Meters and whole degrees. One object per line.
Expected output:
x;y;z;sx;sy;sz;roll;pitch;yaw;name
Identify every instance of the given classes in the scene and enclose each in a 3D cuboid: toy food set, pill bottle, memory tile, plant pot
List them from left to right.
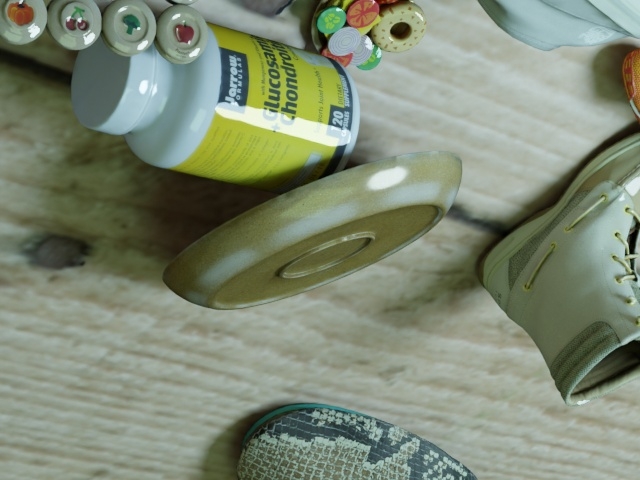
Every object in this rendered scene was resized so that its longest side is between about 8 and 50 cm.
-0.137;-0.172;1.159;0.148;0.012;0.113;4;85;-29;memory tile
-0.071;-0.093;1.259;0.184;0.103;0.103;11;124;-37;pill bottle
0.000;0.000;1.357;0.236;0.032;0.236;-22;169;-4;plant pot
0.031;-0.155;1.318;0.082;0.020;0.083;-30;139;1;toy food set

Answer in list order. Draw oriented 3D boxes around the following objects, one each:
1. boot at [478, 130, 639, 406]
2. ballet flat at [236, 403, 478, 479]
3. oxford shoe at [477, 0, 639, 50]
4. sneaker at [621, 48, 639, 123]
0.247;0.020;1.498;0.213;0.165;0.077;-40;137;10;boot
0.111;0.303;1.686;0.164;0.182;0.483;-38;137;11;ballet flat
0.089;-0.247;1.179;0.130;0.169;0.449;-12;149;37;oxford shoe
0.306;-0.097;1.465;0.175;0.064;0.067;37;150;-26;sneaker
